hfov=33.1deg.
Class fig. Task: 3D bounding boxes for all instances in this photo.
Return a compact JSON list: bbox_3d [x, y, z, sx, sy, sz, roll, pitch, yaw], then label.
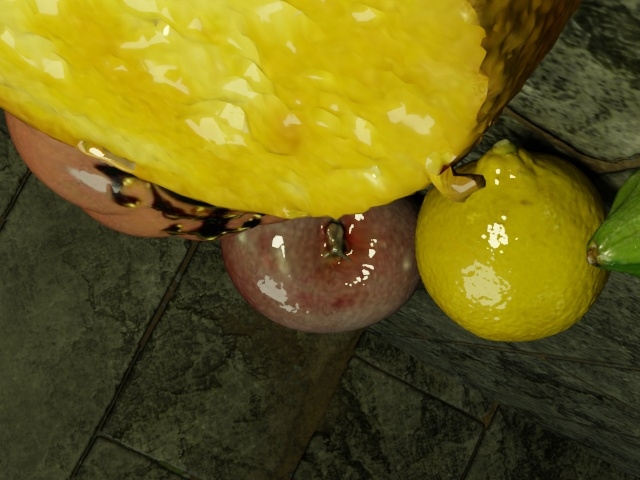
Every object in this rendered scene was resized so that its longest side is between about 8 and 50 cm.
[{"bbox_3d":[0.270,-0.004,0.811,0.123,0.156,0.123,46,153,32],"label":"fig"}]

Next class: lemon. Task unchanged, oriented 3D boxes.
[{"bbox_3d":[0.181,0.003,1.017,0.187,0.187,0.244,23,153,24],"label":"lemon"}]

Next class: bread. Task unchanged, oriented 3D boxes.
[{"bbox_3d":[-0.064,-0.185,0.458,0.398,0.215,0.398,21,155,10],"label":"bread"}]

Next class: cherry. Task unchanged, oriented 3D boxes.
[{"bbox_3d":[0.000,0.000,1.368,0.261,0.221,0.307,7,-166,-9],"label":"cherry"}]

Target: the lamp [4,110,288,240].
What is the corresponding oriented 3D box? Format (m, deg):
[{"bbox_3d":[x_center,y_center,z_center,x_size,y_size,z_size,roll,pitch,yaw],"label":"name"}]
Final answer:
[{"bbox_3d":[-0.084,-0.140,0.794,0.305,0.305,0.239,41,-153,-55],"label":"lamp"}]
